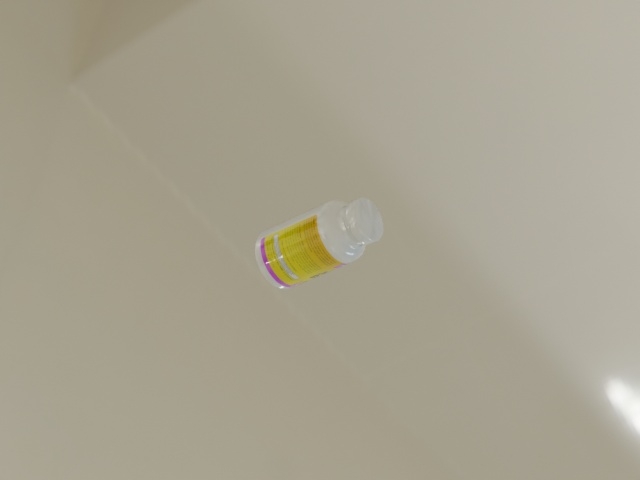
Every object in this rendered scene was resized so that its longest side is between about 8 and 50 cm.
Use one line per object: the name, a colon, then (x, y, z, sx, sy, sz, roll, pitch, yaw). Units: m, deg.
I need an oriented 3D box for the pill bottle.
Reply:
pill bottle: (0.000, 0.000, 1.137, 0.043, 0.083, 0.043, 30, -131, -41)
